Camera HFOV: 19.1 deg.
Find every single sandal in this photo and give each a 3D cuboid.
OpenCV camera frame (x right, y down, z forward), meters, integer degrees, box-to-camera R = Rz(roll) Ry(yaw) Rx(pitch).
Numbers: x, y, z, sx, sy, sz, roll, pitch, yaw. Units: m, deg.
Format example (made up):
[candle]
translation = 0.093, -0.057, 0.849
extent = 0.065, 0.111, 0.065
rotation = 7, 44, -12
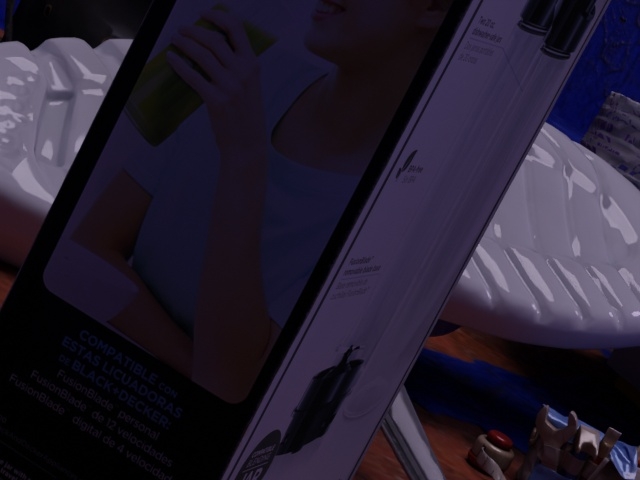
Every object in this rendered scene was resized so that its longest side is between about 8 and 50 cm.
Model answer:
[sandal]
translation = -0.003, -0.012, 0.933
extent = 0.416, 0.102, 0.169
rotation = 11, 45, -27

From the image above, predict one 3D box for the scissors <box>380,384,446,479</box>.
[scissors]
translation = -0.011, 0.005, 0.815
extent = 0.109, 0.021, 0.297
rotation = 13, 45, -26

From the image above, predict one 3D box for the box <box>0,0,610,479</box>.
[box]
translation = 0.007, -0.038, 0.599
extent = 0.087, 0.290, 0.169
rotation = 31, 12, 15

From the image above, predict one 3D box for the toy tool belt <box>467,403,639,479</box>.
[toy tool belt]
translation = 0.115, 0.096, 0.879
extent = 0.083, 0.051, 0.052
rotation = 26, 11, -9

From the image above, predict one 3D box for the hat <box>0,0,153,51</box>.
[hat]
translation = -0.085, -0.105, 1.112
extent = 0.331, 0.134, 0.331
rotation = 27, 10, -5

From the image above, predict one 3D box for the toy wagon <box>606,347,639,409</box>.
[toy wagon]
translation = 0.347, 0.134, 1.237
extent = 0.344, 0.068, 0.267
rotation = 22, 13, -33

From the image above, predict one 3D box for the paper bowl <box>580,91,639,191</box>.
[paper bowl]
translation = 0.290, -0.009, 1.136
extent = 0.284, 0.148, 0.284
rotation = 29, 6, -3
